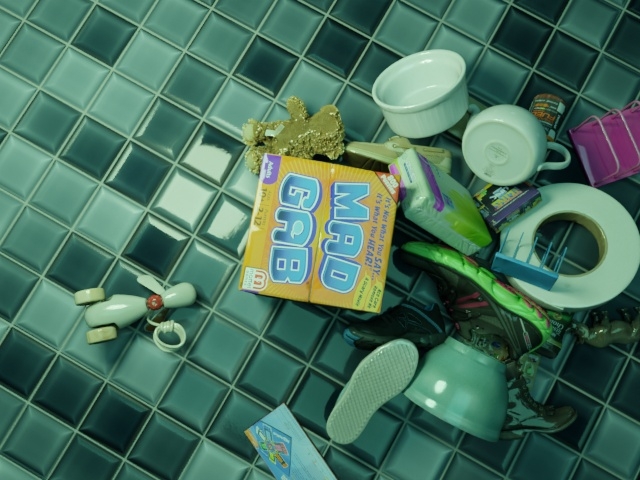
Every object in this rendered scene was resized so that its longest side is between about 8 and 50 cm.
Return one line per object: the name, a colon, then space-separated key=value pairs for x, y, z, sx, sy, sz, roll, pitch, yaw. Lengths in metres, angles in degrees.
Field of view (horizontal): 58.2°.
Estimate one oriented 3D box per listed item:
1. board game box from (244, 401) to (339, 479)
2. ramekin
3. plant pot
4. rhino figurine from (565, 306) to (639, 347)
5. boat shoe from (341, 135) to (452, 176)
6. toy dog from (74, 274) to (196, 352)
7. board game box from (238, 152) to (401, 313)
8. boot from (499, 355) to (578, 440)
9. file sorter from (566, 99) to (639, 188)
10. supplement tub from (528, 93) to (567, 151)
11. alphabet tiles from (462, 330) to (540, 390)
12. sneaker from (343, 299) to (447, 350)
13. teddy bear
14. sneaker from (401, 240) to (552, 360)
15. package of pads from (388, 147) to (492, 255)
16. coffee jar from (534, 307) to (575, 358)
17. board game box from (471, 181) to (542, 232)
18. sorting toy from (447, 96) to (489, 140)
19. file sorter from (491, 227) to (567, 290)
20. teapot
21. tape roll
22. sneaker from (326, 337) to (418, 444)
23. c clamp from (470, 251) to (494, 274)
board game box: x=-0.083 y=0.631 z=1.679 sx=0.145 sy=0.027 sz=0.281 roll=-35 pitch=85 yaw=-6
ramekin: x=0.304 y=-0.428 z=1.704 sx=0.278 sy=0.135 sz=0.277 roll=-16 pitch=43 yaw=15
plant pot: x=0.388 y=0.384 z=1.572 sx=0.293 sy=0.293 sz=0.196 roll=26 pitch=90 yaw=2
rhino figurine: x=0.844 y=0.264 z=1.716 sx=0.244 sy=0.073 sz=0.106 roll=-7 pitch=80 yaw=0
boat shoe: x=0.233 y=-0.258 z=1.757 sx=0.342 sy=0.121 sz=0.110 roll=12 pitch=76 yaw=-7
toy dog: x=-0.544 y=0.205 z=1.688 sx=0.334 sy=0.161 sz=0.219 roll=9 pitch=80 yaw=-15
board game box: x=0.000 y=0.000 z=1.593 sx=0.357 sy=0.356 sz=0.356 roll=10 pitch=83 yaw=1
boot: x=0.597 y=0.446 z=1.676 sx=0.263 sy=0.091 sz=0.228 roll=-14 pitch=86 yaw=-1
file sorter: x=0.951 y=-0.311 z=1.734 sx=0.291 sy=0.182 sz=0.201 roll=-19 pitch=83 yaw=-3
supplement tub: x=0.679 y=-0.343 z=1.773 sx=0.106 sy=0.106 sz=0.197 roll=21 pitch=83 yaw=2
alphabet tiles: x=0.547 y=0.322 z=1.736 sx=0.238 sy=0.009 sz=0.198 roll=18 pitch=83 yaw=2
sneaker: x=0.212 y=0.245 z=1.659 sx=0.341 sy=0.125 sz=0.139 roll=6 pitch=72 yaw=-29
teddy bear: x=-0.084 y=-0.307 z=1.750 sx=0.338 sy=0.113 sz=0.244 roll=-25 pitch=72 yaw=12
sneaker: x=0.420 y=0.169 z=1.648 sx=0.483 sy=0.185 sz=0.202 roll=37 pitch=104 yaw=10
package of pads: x=0.334 y=-0.110 z=1.630 sx=0.297 sy=0.229 sz=0.101 roll=29 pitch=124 yaw=-32
coffee jar: x=0.682 y=0.252 z=1.702 sx=0.096 sy=0.079 sz=0.184 roll=25 pitch=77 yaw=8
board game box: x=0.548 y=-0.120 z=1.726 sx=0.170 sy=0.048 sz=0.141 roll=-36 pitch=43 yaw=0
sorting toy: x=0.475 y=-0.362 z=1.802 sx=0.275 sy=0.046 sz=0.132 roll=33 pitch=84 yaw=3
file sorter: x=0.584 y=0.049 z=1.613 sx=0.171 sy=0.118 sz=0.104 roll=21 pitch=73 yaw=18
teapot: x=0.556 y=-0.293 z=1.675 sx=0.187 sy=0.253 sz=0.255 roll=-42 pitch=109 yaw=-37
tape roll: x=0.726 y=0.020 z=1.694 sx=0.393 sy=0.072 sz=0.391 roll=-3 pitch=71 yaw=10
sneaker: x=0.141 y=0.396 z=1.611 sx=0.135 sy=0.150 sz=0.365 roll=38 pitch=108 yaw=0
c clamp: x=0.456 y=0.101 z=1.759 sx=0.137 sy=0.022 sz=0.160 roll=28 pitch=82 yaw=-2
